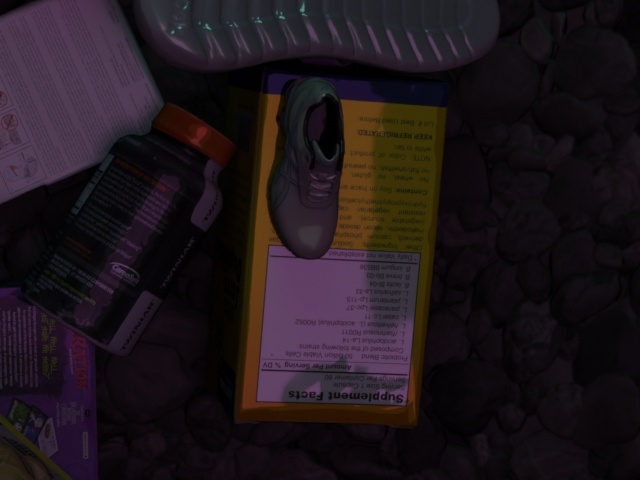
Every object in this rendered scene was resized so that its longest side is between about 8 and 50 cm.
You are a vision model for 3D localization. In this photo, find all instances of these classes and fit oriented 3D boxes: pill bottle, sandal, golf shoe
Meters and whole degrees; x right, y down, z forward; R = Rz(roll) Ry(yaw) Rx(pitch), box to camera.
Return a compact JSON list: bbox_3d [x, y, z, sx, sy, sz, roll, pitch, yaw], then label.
[{"bbox_3d":[-0.184,-0.016,1.597,0.130,0.130,0.246,33,87,-16],"label":"pill bottle"},{"bbox_3d":[-0.006,-0.237,1.553,0.416,0.102,0.169,-4,81,-34],"label":"sandal"},{"bbox_3d":[-0.008,-0.064,1.496,0.069,0.086,0.176,-3,100,-13],"label":"golf shoe"}]

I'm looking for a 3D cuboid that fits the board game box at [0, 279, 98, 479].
[{"bbox_3d":[-0.340,0.215,1.681,0.208,0.056,0.347,-1,98,-9],"label":"board game box"}]

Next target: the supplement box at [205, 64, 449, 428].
[{"bbox_3d":[0.000,0.000,1.652,0.194,0.195,0.357,4,97,-14],"label":"supplement box"}]

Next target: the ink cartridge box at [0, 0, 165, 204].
[{"bbox_3d":[-0.289,-0.153,1.639,0.224,0.056,0.181,-24,103,-4],"label":"ink cartridge box"}]
